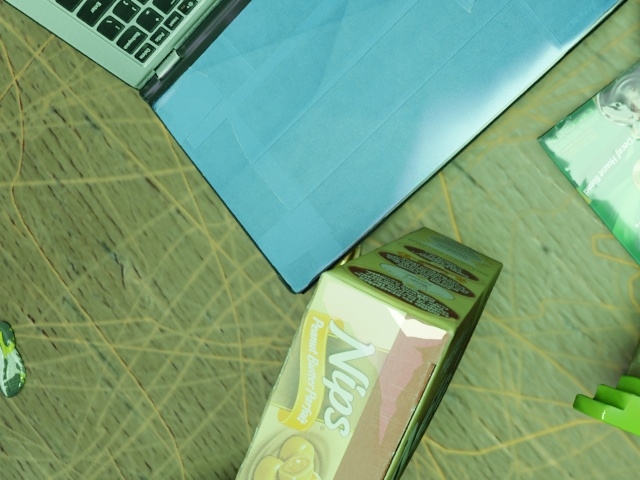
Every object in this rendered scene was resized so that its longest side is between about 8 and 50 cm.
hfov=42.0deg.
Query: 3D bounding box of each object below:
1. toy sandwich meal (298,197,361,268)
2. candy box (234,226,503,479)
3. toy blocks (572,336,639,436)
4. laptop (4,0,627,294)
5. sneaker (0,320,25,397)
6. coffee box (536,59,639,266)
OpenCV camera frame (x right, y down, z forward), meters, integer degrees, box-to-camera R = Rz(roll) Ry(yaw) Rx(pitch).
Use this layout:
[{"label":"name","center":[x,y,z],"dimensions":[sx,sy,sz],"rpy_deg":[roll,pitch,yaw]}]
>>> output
[{"label":"toy sandwich meal","center":[0.000,0.000,0.776],"dimensions":[0.086,0.029,0.085],"rpy_deg":[2,96,18]},{"label":"candy box","center":[0.049,0.099,0.620],"dimensions":[0.088,0.316,0.182],"rpy_deg":[25,102,14]},{"label":"toy blocks","center":[0.393,0.064,0.577],"dimensions":[0.381,0.191,0.260],"rpy_deg":[22,86,-3]},{"label":"laptop","center":[-0.053,-0.229,0.660],"dimensions":[0.382,0.408,0.236],"rpy_deg":[-43,40,17]},{"label":"sneaker","center":[-0.345,0.129,0.905],"dimensions":[0.035,0.031,0.083],"rpy_deg":[-12,88,32]},{"label":"coffee box","center":[0.278,-0.045,0.675],"dimensions":[0.113,0.040,0.184],"rpy_deg":[-38,84,17]}]
